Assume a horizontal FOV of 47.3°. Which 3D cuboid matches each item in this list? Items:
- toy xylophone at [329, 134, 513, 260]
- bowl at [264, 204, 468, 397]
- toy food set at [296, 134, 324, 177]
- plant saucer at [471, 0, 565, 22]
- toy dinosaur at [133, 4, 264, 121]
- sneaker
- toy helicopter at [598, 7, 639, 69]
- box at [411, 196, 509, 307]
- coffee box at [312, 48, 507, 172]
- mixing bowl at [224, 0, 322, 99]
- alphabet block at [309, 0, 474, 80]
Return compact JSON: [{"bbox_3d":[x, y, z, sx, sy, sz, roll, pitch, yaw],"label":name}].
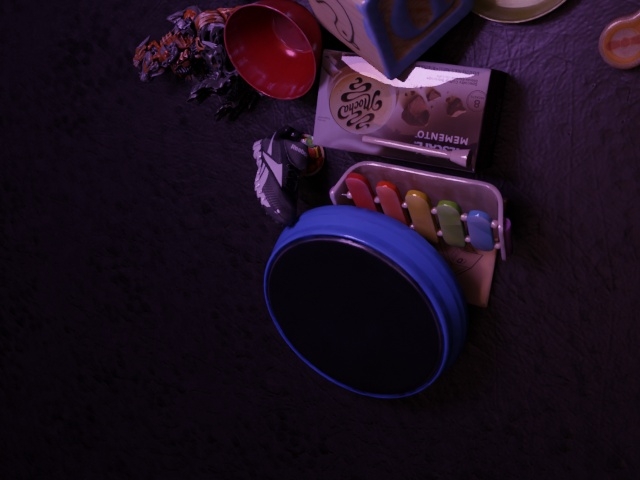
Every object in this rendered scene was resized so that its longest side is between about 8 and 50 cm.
[{"bbox_3d":[0.165,-0.069,1.221,0.322,0.236,0.081,9,64,31],"label":"toy xylophone"},{"bbox_3d":[0.068,0.122,1.315,0.390,0.077,0.391,18,130,22],"label":"bowl"},{"bbox_3d":[-0.032,-0.165,1.411,0.083,0.020,0.083,-11,96,28],"label":"toy food set"},{"bbox_3d":[0.316,-0.471,1.168,0.240,0.037,0.241,6,104,24],"label":"plant saucer"},{"bbox_3d":[-0.206,-0.363,1.387,0.321,0.164,0.219,-23,75,35],"label":"toy dinosaur"},{"bbox_3d":[-0.065,-0.129,1.331,0.106,0.078,0.234,-38,40,24],"label":"sneaker"},{"bbox_3d":[0.561,-0.371,1.043,0.235,0.140,0.355,45,127,1],"label":"toy helicopter"},{"bbox_3d":[0.240,0.005,1.317,0.164,0.021,0.201,15,106,22],"label":"box"},{"bbox_3d":[0.150,-0.225,1.254,0.297,0.119,0.168,14,105,23],"label":"coffee box"},{"bbox_3d":[-0.065,-0.346,1.265,0.181,0.098,0.182,22,141,19],"label":"mixing bowl"},{"bbox_3d":[0.097,-0.412,1.144,0.193,0.192,0.197,-41,59,-4],"label":"alphabet block"}]
